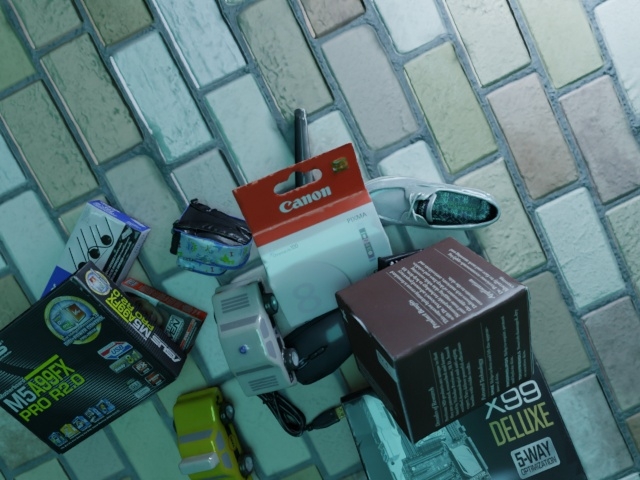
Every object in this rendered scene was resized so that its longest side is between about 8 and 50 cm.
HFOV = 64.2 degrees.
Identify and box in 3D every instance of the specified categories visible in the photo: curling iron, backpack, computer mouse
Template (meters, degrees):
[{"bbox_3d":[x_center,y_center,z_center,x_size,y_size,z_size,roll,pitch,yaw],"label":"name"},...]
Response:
[{"bbox_3d":[-0.038,-0.069,0.805,0.068,0.035,0.274,4,98,-1],"label":"curling iron"},{"bbox_3d":[-0.162,0.002,0.785,0.114,0.105,0.084,15,120,-3],"label":"backpack"},{"bbox_3d":[0.006,0.212,0.832,0.262,0.060,0.184,-35,96,5],"label":"computer mouse"}]

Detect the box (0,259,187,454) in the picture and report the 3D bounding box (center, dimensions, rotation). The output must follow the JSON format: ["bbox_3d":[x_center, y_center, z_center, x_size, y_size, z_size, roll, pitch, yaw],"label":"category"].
[{"bbox_3d":[-0.381,0.189,0.791,0.270,0.060,0.216,-34,109,14],"label":"box"}]

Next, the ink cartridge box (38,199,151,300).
[{"bbox_3d":[-0.365,0.049,0.818,0.097,0.046,0.207,30,98,-3],"label":"ink cartridge box"}]

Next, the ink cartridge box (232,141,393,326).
[{"bbox_3d":[0.000,0.000,0.752,0.189,0.066,0.232,-23,127,-3],"label":"ink cartridge box"}]

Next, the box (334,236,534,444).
[{"bbox_3d":[0.159,0.131,0.715,0.203,0.168,0.167,-25,123,-12],"label":"box"}]

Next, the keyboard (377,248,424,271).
[{"bbox_3d":[0.118,0.103,0.798,0.108,0.023,0.180,-12,117,-12],"label":"keyboard"}]

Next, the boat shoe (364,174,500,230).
[{"bbox_3d":[0.162,-0.057,0.782,0.227,0.081,0.079,4,99,2],"label":"boat shoe"}]

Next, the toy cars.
[{"bbox_3d":[-0.145,0.250,0.801,0.176,0.087,0.393,24,104,8],"label":"toy cars"}]

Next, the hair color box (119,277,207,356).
[{"bbox_3d":[-0.265,0.124,0.830,0.141,0.043,0.072,25,98,-2],"label":"hair color box"}]

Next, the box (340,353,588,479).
[{"bbox_3d":[0.214,0.308,0.788,0.307,0.076,0.242,-19,81,-4],"label":"box"}]
